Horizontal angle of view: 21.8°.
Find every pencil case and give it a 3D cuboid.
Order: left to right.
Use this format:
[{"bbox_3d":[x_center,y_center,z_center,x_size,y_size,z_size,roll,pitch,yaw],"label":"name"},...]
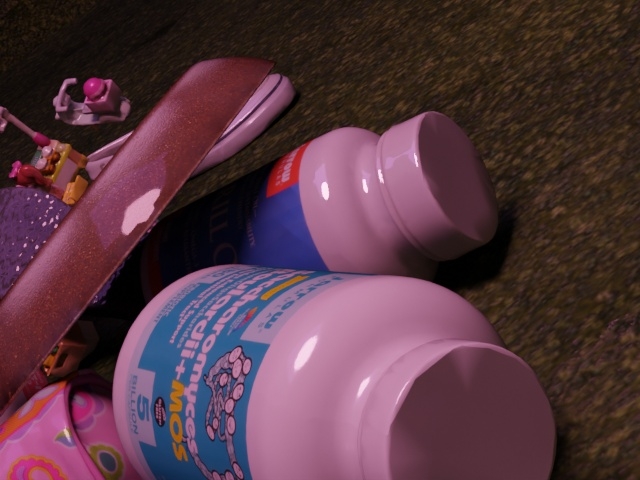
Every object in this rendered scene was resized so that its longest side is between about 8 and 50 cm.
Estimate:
[{"bbox_3d":[-0.230,0.198,1.062,0.284,0.124,0.124,-34,20,13],"label":"pencil case"}]

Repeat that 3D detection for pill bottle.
[{"bbox_3d":[0.000,0.000,1.087,0.221,0.124,0.124,-26,22,30],"label":"pill bottle"},{"bbox_3d":[0.005,0.088,0.847,0.146,0.146,0.264,-45,21,-21],"label":"pill bottle"}]

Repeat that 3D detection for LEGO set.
[{"bbox_3d":[-0.254,-0.019,1.426,0.132,0.107,0.287,-16,53,31],"label":"LEGO set"}]

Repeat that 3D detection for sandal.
[{"bbox_3d":[-0.182,0.025,1.326,0.254,0.054,0.097,15,74,24],"label":"sandal"}]

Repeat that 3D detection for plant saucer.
[{"bbox_3d":[-0.142,-0.013,1.134,0.310,0.050,0.310,-50,6,7],"label":"plant saucer"}]

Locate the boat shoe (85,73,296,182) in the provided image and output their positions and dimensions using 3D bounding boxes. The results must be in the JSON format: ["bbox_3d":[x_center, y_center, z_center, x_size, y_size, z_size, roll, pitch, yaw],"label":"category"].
[{"bbox_3d":[-0.133,-0.107,1.632,0.226,0.076,0.083,-34,20,10],"label":"boat shoe"}]

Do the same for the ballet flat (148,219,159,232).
[{"bbox_3d":[-0.229,0.036,1.490,0.221,0.077,0.079,-18,33,35],"label":"ballet flat"}]

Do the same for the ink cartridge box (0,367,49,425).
[{"bbox_3d":[-0.302,0.147,1.176,0.158,0.092,0.218,-31,-13,17],"label":"ink cartridge box"}]
